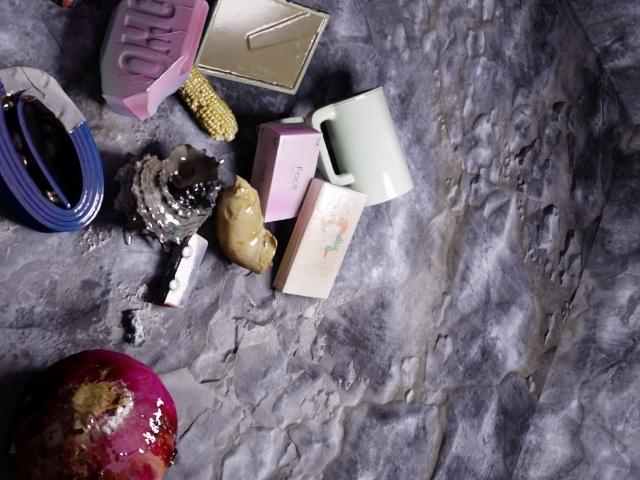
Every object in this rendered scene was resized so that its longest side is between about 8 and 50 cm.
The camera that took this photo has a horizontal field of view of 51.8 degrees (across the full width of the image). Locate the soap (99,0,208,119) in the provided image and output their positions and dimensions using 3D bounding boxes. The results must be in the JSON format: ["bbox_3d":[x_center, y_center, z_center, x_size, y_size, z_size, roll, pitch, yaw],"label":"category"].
[{"bbox_3d":[-0.390,-0.444,1.510,0.192,0.109,0.324,13,79,-2],"label":"soap"}]

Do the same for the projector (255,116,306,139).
[{"bbox_3d":[-0.103,-0.277,1.829,0.147,0.061,0.115,-18,99,-40],"label":"projector"}]

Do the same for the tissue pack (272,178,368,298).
[{"bbox_3d":[0.000,0.000,1.818,0.170,0.071,0.326,12,104,-39],"label":"tissue pack"}]

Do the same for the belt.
[{"bbox_3d":[-0.586,-0.182,1.370,0.212,0.117,0.347,-32,109,-35],"label":"belt"}]

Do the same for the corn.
[{"bbox_3d":[-0.307,-0.364,1.645,0.288,0.086,0.086,52,57,-23],"label":"corn"}]

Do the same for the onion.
[{"bbox_3d":[-0.459,0.426,1.363,0.347,0.347,0.385,-38,150,-35],"label":"onion"}]

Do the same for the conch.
[{"bbox_3d":[-0.360,-0.118,1.544,0.313,0.186,0.241,-40,101,-31],"label":"conch"}]

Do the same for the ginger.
[{"bbox_3d":[-0.198,-0.038,1.671,0.138,0.152,0.267,-82,154,-62],"label":"ginger"}]

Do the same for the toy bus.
[{"bbox_3d":[-0.341,0.073,1.607,0.077,0.065,0.192,34,67,-42],"label":"toy bus"}]

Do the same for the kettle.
[{"bbox_3d":[0.109,-0.266,1.941,0.264,0.205,0.318,-18,103,-3],"label":"kettle"}]

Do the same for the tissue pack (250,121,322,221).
[{"bbox_3d":[-0.099,-0.180,1.740,0.148,0.092,0.247,-12,126,-40],"label":"tissue pack"}]

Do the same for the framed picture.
[{"bbox_3d":[-0.153,-0.523,1.725,0.334,0.022,0.247,2,127,-41],"label":"framed picture"}]

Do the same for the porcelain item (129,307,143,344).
[{"bbox_3d":[-0.432,0.202,1.541,0.036,0.028,0.083,-10,99,-74],"label":"porcelain item"}]

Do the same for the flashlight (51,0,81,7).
[{"bbox_3d":[-0.503,-0.589,1.491,0.232,0.093,0.093,-32,109,-43],"label":"flashlight"}]
